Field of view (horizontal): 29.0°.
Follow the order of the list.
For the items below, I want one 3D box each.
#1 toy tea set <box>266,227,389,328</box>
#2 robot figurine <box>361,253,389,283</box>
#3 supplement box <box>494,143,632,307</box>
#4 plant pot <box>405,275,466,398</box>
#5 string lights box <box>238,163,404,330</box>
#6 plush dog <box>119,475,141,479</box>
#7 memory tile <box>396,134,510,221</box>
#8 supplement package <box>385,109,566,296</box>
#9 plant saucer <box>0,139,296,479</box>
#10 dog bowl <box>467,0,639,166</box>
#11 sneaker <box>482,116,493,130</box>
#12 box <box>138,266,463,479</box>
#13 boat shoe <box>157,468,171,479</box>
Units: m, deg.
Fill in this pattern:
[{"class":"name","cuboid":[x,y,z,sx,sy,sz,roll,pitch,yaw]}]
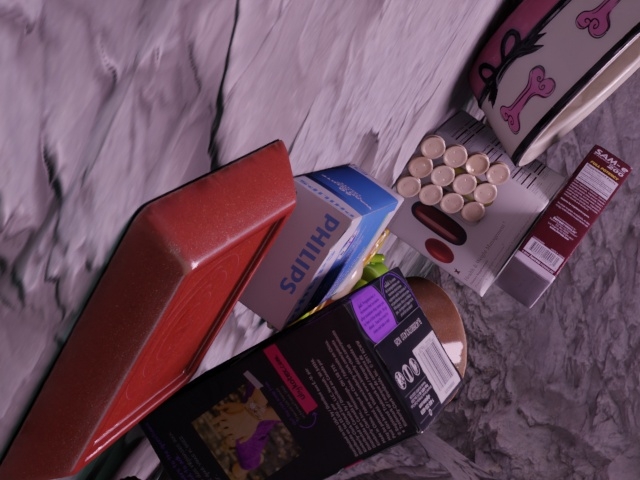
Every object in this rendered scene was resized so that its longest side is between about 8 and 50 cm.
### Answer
[{"class":"toy tea set","cuboid":[0.038,0.066,1.600,0.200,0.124,0.336,-55,172,7]},{"class":"robot figurine","cuboid":[0.076,0.069,2.032,0.115,0.067,0.101,-28,126,-69]},{"class":"supplement box","cuboid":[0.374,-0.022,1.905,0.239,0.073,0.130,-50,171,-21]},{"class":"plant pot","cuboid":[0.065,0.168,1.868,0.230,0.215,0.215,-3,136,-39]},{"class":"string lights box","cuboid":[0.000,0.000,1.283,0.133,0.077,0.260,-56,171,13]},{"class":"plush dog","cuboid":[-0.221,0.352,1.258,0.225,0.210,0.262,48,49,-68]},{"class":"memory tile","cuboid":[0.197,-0.092,1.838,0.012,0.148,0.113,-92,-153,-56]},{"class":"supplement package","cuboid":[0.240,-0.062,1.959,0.194,0.203,0.149,-59,170,27]},{"class":"plant saucer","cuboid":[-0.118,0.059,0.961,0.258,0.048,0.259,-58,172,23]},{"class":"dog bowl","cuboid":[0.384,-0.298,1.795,0.408,0.150,0.408,-42,171,-8]},{"class":"sneaker","cuboid":[0.298,-0.130,2.346,0.290,0.106,0.123,-49,168,-44]},{"class":"box","cuboid":[-0.019,0.161,1.243,0.270,0.143,0.165,-30,179,25]},{"class":"boat shoe","cuboid":[-0.157,0.284,1.588,0.069,0.081,0.228,-3,-135,38]}]
